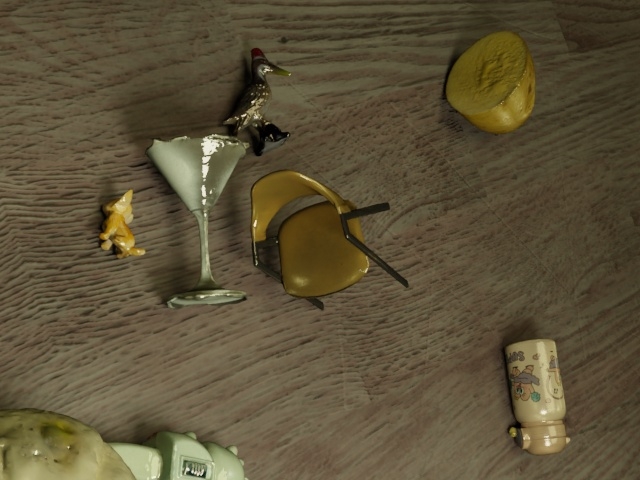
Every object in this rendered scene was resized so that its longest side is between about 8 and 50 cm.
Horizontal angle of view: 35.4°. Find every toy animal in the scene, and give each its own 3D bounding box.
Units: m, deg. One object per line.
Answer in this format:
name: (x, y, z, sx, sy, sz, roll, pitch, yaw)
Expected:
toy animal: (-0.103, -0.220, 1.610, 0.105, 0.070, 0.202, 10, 72, -19)
toy animal: (-0.271, -0.023, 1.395, 0.081, 0.060, 0.083, 16, 58, 7)

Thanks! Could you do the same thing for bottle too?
bottle: (0.397, 0.293, 1.863, 0.110, 0.097, 0.209, -3, 75, -10)

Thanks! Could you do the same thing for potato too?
potato: (0.358, -0.292, 1.996, 0.158, 0.178, 0.203, 42, 35, -45)

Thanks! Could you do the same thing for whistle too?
whistle: (-0.189, 0.307, 1.321, 0.253, 0.106, 0.101, 23, 30, -43)

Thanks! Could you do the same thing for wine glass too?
wine glass: (-0.169, -0.023, 1.432, 0.156, 0.156, 0.232, 4, 77, -41)

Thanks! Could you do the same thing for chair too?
chair: (0.000, 0.000, 1.512, 0.247, 0.159, 0.172, 14, 62, -62)

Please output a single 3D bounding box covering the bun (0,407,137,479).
bun: (-0.329, 0.350, 1.069, 0.365, 0.219, 0.365, 13, 62, -26)
